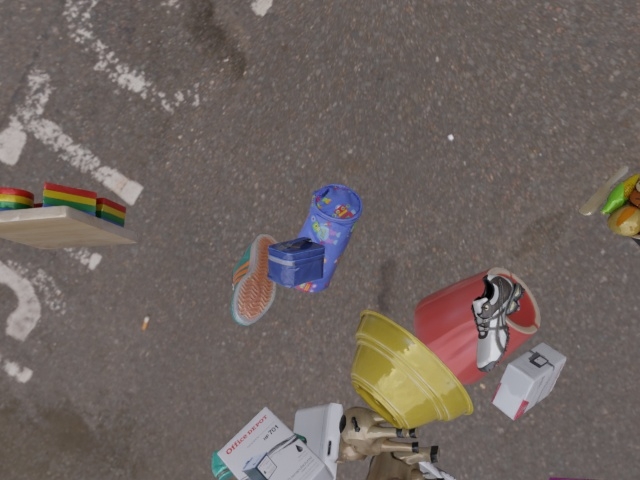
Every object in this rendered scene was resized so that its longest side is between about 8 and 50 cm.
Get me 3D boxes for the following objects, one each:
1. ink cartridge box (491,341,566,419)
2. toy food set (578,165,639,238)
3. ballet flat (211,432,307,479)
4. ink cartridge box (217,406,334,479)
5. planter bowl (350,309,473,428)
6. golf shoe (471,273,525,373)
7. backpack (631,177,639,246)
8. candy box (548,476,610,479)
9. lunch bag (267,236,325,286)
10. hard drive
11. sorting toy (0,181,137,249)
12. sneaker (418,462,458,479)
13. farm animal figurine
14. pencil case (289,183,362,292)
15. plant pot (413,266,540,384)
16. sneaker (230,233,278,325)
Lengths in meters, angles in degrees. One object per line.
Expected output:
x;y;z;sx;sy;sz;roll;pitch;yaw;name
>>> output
0.437;0.291;1.281;0.063;0.150;0.109;35;123;35;ink cartridge box
0.524;-0.054;0.975;0.132;0.192;0.038;-46;135;-4;toy food set
-0.155;0.510;1.522;0.247;0.087;0.083;-15;148;-23;ballet flat
-0.091;0.449;1.218;0.139;0.190;0.082;-42;141;-19;ink cartridge box
0.110;0.211;0.904;0.090;0.217;0.217;-43;111;-17;planter bowl
0.332;0.161;1.222;0.093;0.077;0.198;25;73;-14;golf shoe
0.755;-0.078;1.352;0.117;0.158;0.173;36;124;-17;backpack
0.564;0.610;1.249;0.159;0.071;0.234;-12;95;37;candy box
-0.037;0.030;1.007;0.067;0.098;0.065;19;114;41;lunch bag
-0.022;0.603;1.783;0.047;0.233;0.353;12;159;-13;hard drive
-0.575;-0.054;1.327;0.257;0.255;0.090;-3;77;15;sorting toy
0.280;0.685;1.761;0.281;0.105;0.115;34;75;-15;sneaker
0.103;0.431;1.056;0.172;0.326;0.331;-5;87;23;farm animal figurine
0.000;0.000;1.484;0.133;0.119;0.306;32;136;9;pencil case
0.427;0.213;1.631;0.275;0.275;0.243;36;132;-13;plant pot
-0.188;0.122;1.667;0.108;0.302;0.121;31;132;-17;sneaker
